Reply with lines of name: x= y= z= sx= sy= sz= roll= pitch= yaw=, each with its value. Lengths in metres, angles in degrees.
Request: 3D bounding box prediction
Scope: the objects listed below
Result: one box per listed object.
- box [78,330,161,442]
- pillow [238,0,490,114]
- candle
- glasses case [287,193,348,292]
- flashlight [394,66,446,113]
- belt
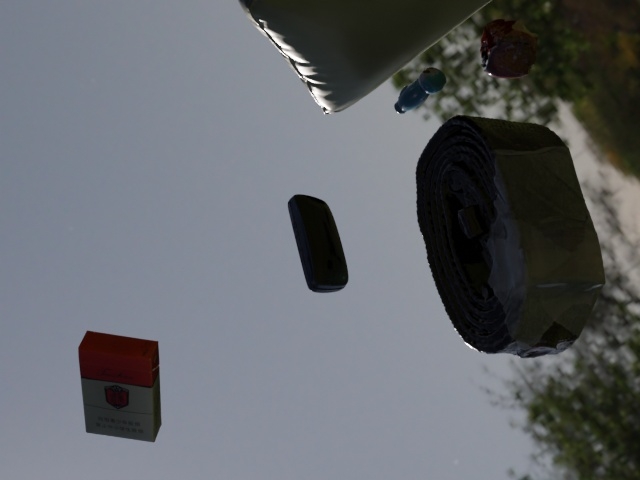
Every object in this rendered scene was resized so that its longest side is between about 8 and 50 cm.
box: x=-0.267 y=0.197 z=1.579 sx=0.048 sy=0.100 sz=0.152 roll=-78 pitch=-7 yaw=-57
pillow: x=0.083 y=-0.304 z=1.355 sx=0.120 sy=0.322 sz=0.255 roll=58 pitch=-173 yaw=37
candle: x=0.167 y=-0.171 z=1.048 sx=0.048 sy=0.053 sz=0.162 roll=46 pitch=-166 yaw=-10
glasses case: x=0.000 y=0.000 z=0.886 sx=0.033 sy=0.023 sz=0.083 roll=2 pitch=-123 yaw=-26
flashlight: x=0.179 y=-0.269 z=2.147 sx=0.051 sy=0.129 sz=0.051 roll=16 pitch=-123 yaw=-25
belt: x=0.227 y=-0.006 z=1.378 sx=0.164 sy=0.184 sz=0.289 roll=2 pitch=-115 yaw=-32
